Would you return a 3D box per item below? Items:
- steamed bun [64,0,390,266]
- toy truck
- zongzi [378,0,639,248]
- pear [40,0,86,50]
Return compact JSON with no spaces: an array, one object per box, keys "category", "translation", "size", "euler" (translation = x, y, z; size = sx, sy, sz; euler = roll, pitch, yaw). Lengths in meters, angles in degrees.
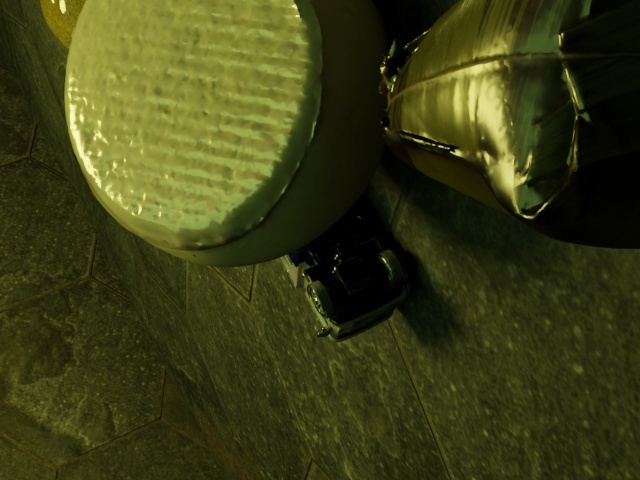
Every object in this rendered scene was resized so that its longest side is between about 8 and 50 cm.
[{"category":"steamed bun","translation":[-0.083,-0.156,0.937],"size":[0.374,0.241,0.375],"euler":[-2,87,34]},{"category":"toy truck","translation":[0.000,0.000,1.109],"size":[0.268,0.124,0.155],"euler":[61,164,21]},{"category":"zongzi","translation":[0.152,-0.178,0.619],"size":[0.289,0.154,0.318],"euler":[37,123,57]},{"category":"pear","translation":[-0.378,-0.418,1.476],"size":[0.228,0.188,0.211],"euler":[1,109,63]}]
